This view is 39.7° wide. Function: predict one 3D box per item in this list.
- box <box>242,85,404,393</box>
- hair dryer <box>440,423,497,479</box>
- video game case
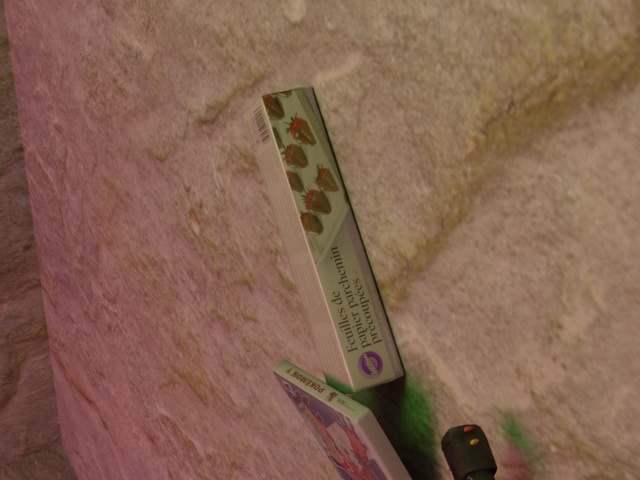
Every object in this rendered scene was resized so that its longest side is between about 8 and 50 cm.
[{"bbox_3d":[0.000,0.000,0.940,0.067,0.063,0.324,-29,78,64],"label":"box"},{"bbox_3d":[0.203,0.301,0.735,0.293,0.080,0.224,54,163,45],"label":"hair dryer"},{"bbox_3d":[0.040,0.230,0.954,0.183,0.023,0.201,17,140,59],"label":"video game case"}]
